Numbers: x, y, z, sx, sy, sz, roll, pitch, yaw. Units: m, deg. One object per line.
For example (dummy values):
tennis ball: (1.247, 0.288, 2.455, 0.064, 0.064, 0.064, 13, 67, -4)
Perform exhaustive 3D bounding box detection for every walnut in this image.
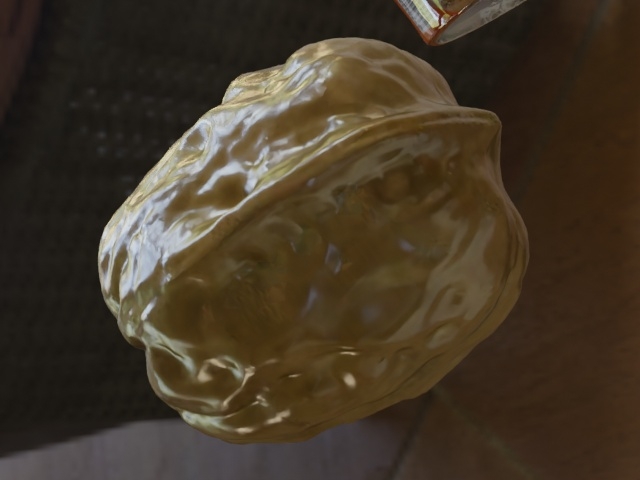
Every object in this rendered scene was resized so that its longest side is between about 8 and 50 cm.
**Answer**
walnut: (0.000, 0.000, 0.419, 0.096, 0.082, 0.079, -35, 68, 17)

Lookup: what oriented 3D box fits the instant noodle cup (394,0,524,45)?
instant noodle cup: (0.102, -0.260, 1.278, 0.250, 0.250, 0.192, -34, 86, 42)
